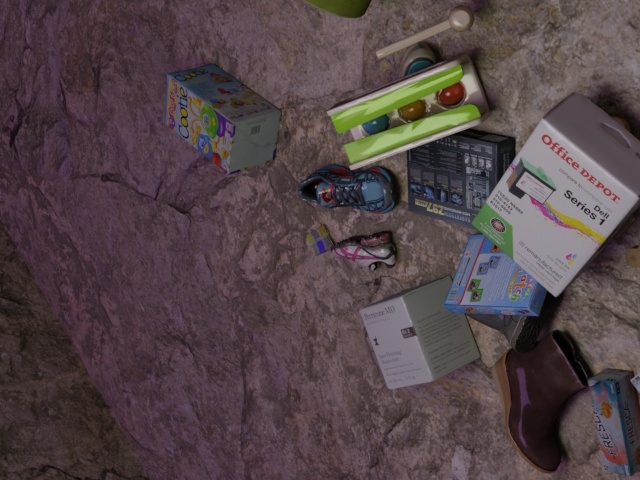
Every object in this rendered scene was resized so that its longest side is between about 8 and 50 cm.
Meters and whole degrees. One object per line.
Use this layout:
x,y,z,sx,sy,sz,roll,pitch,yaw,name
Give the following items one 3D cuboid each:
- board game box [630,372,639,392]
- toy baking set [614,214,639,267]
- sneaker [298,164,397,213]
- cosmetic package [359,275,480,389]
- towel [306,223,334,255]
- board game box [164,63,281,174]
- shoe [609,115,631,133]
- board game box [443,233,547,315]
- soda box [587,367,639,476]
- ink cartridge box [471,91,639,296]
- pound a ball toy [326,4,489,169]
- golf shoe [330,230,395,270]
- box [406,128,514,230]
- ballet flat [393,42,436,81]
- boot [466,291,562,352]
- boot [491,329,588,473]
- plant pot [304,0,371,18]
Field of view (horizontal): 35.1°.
0.596,0.256,1.753,0.090,0.020,0.090,56,141,18,board game box
0.572,-0.034,1.648,0.256,0.030,0.197,-21,93,55,toy baking set
0.053,-0.098,2.184,0.261,0.125,0.104,7,112,50,sneaker
0.205,0.192,2.103,0.151,0.151,0.184,-24,87,52,cosmetic package
0.000,0.000,2.392,0.083,0.009,0.060,-29,84,53,towel
-0.241,-0.297,2.447,0.275,0.144,0.142,39,134,35,board game box
0.436,-0.151,1.735,0.219,0.058,0.077,-27,85,53,shoe
0.340,0.061,1.888,0.039,0.160,0.211,36,158,-31,board game box
0.537,0.327,1.824,0.058,0.063,0.183,-1,105,52,soda box
0.408,-0.073,1.686,0.201,0.117,0.278,43,140,14,ink cartridge box
0.172,-0.286,1.882,0.319,0.136,0.208,-19,100,23,pound a ball toy
0.091,0.031,2.244,0.186,0.067,0.086,-7,102,52,golf shoe
0.268,-0.124,1.958,0.232,0.059,0.184,18,120,45,box
0.166,-0.285,2.010,0.086,0.086,0.248,48,136,26,ballet flat
0.355,0.096,1.945,0.190,0.076,0.208,-62,33,14,boot
0.433,0.309,1.922,0.207,0.090,0.249,-40,71,54,boot
0.047,-0.615,1.874,0.275,0.274,0.294,51,124,23,plant pot
